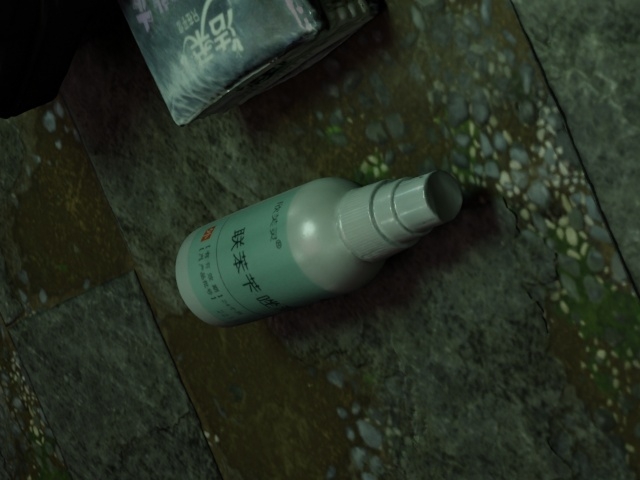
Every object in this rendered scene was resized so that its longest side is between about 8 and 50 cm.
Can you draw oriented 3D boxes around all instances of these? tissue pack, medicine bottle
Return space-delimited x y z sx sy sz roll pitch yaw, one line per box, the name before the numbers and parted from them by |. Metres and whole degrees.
tissue pack | -0.119 -0.310 1.534 0.259 0.122 0.361 -28 88 52
medicine bottle | 0.000 0.000 1.551 0.352 0.110 0.110 -19 93 50

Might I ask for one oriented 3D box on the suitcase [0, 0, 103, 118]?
suitcase | -0.368 -0.305 1.629 0.345 0.188 0.339 56 150 12
